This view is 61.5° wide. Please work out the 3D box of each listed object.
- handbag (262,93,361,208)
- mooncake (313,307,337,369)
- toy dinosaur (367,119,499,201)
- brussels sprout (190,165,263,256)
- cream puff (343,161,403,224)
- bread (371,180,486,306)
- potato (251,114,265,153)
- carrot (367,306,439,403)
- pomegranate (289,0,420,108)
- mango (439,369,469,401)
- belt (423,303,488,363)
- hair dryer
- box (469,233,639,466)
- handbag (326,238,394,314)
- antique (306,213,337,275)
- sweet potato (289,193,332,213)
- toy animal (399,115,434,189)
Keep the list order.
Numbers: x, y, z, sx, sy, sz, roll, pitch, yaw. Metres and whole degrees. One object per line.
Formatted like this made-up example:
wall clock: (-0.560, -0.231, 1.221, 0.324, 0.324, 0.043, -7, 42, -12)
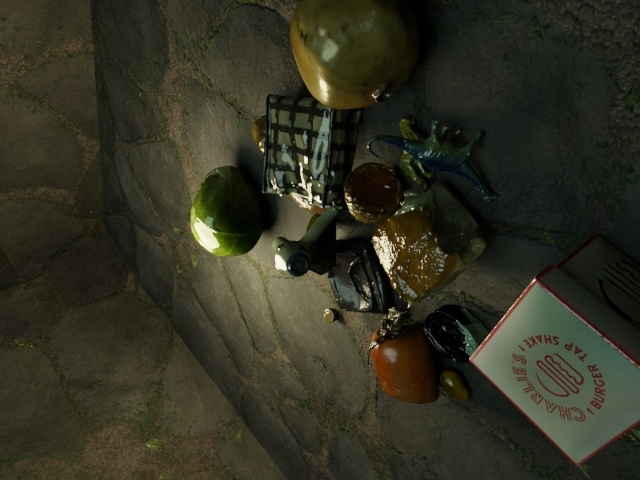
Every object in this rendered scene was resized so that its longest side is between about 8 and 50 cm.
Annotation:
handbag: (-0.040, -0.285, 1.690, 0.325, 0.162, 0.327, 19, 106, 42)
mooncake: (0.012, 0.408, 2.177, 0.150, 0.057, 0.347, 63, 149, 24)
toy dinosaur: (0.306, -0.225, 1.351, 0.076, 0.362, 0.147, -114, 46, -83)
brussels sprout: (-0.377, -0.113, 2.162, 0.281, 0.289, 0.355, 165, 104, -64)
cream puff: (0.151, -0.127, 1.624, 0.183, 0.183, 0.169, 55, 168, 12)
bread: (0.289, -0.003, 1.450, 0.279, 0.224, 0.250, 60, 139, 23)
potato: (-0.172, -0.366, 1.890, 0.137, 0.137, 0.176, 105, 149, -42)
carrot: (0.256, 0.358, 1.726, 0.214, 0.193, 0.331, -8, 107, 10)
pomegranate: (0.080, -0.483, 1.352, 0.332, 0.332, 0.333, 28, 131, 39)
mango: (0.426, 0.460, 1.703, 0.114, 0.057, 0.079, 48, 137, 8)
belt: (0.406, 0.275, 1.594, 0.198, 0.078, 0.151, 34, 130, 38)
hair dryer: (-0.067, -0.007, 1.796, 0.119, 0.298, 0.296, 43, 158, -21)
box: (0.578, 0.223, 1.162, 0.314, 0.300, 0.312, 45, 140, 25)
handbag: (0.123, 0.128, 1.855, 0.244, 0.088, 0.275, -2, 108, 47)
antique: (0.000, 0.000, 1.833, 0.081, 0.080, 0.221, -33, 42, 36)
sweet potato: (-0.073, -0.187, 1.888, 0.385, 0.109, 0.109, 35, 135, 33)
toy animal: (0.258, -0.237, 1.491, 0.136, 0.073, 0.181, 44, 152, 37)
